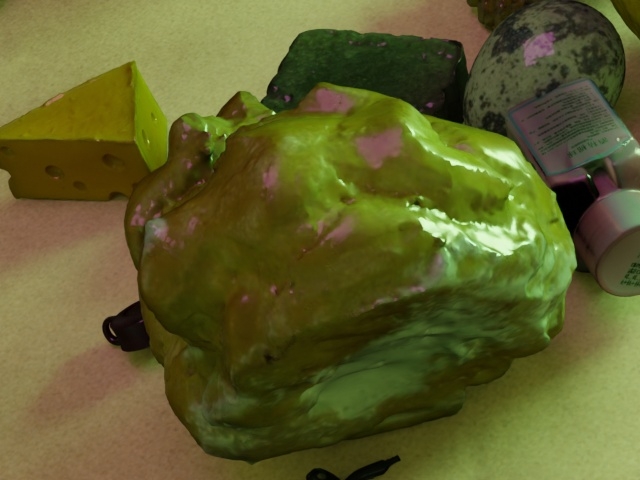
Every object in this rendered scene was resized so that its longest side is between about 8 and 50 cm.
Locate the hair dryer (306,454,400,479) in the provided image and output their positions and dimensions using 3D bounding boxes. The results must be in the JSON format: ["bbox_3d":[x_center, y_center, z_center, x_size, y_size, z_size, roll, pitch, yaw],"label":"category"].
[{"bbox_3d":[0.038,0.203,1.480,0.083,0.031,0.079,-29,52,-19],"label":"hair dryer"}]

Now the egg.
[{"bbox_3d":[0.205,-0.146,1.689,0.172,0.132,0.132,-45,46,-9],"label":"egg"}]

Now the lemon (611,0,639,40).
[{"bbox_3d":[0.381,-0.276,1.642,0.293,0.293,0.293,-12,43,11],"label":"lemon"}]

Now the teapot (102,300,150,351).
[{"bbox_3d":[-0.160,0.081,1.672,0.100,0.045,0.068,-14,16,35],"label":"teapot"}]

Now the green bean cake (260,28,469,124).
[{"bbox_3d":[0.041,-0.115,1.752,0.185,0.094,0.183,4,48,26],"label":"green bean cake"}]

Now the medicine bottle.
[{"bbox_3d":[0.238,-0.040,1.573,0.094,0.119,0.188,-23,42,-1],"label":"medicine bottle"}]

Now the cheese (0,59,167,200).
[{"bbox_3d":[-0.249,-0.091,1.850,0.171,0.093,0.126,-14,45,10],"label":"cheese"}]

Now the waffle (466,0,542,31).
[{"bbox_3d":[0.207,-0.294,1.835,0.183,0.036,0.169,-60,41,24],"label":"waffle"}]

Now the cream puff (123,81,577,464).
[{"bbox_3d":[0.000,0.000,1.459,0.378,0.378,0.275,-19,64,3],"label":"cream puff"}]
